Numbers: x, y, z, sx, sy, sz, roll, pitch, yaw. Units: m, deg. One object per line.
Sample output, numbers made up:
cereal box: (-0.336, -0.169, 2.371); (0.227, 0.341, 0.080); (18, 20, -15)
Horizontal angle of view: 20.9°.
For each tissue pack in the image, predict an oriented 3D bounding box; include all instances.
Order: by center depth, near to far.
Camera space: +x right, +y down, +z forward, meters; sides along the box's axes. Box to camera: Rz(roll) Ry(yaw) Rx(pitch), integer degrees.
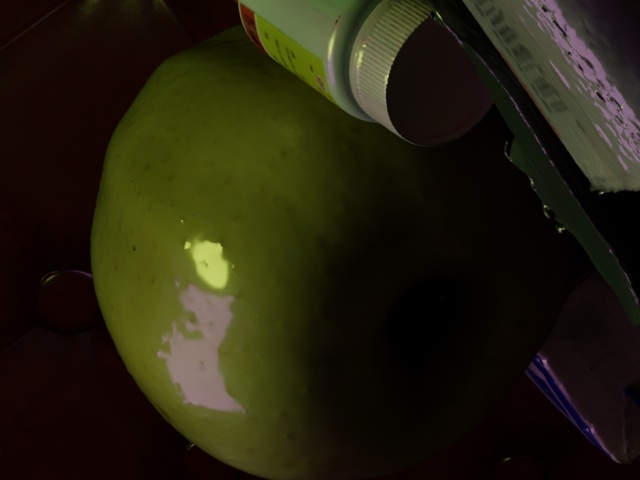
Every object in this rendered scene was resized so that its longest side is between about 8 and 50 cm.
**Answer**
tissue pack: (0.273, 0.095, 1.879); (0.209, 0.137, 0.269); (54, 179, -19)

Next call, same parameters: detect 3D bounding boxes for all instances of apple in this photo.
apple: (0.000, 0.000, 1.673); (0.473, 0.474, 0.473); (54, -178, -3)

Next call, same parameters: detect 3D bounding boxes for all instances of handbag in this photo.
handbag: (0.142, -0.089, 1.083); (0.247, 0.079, 0.260); (56, -176, -18)

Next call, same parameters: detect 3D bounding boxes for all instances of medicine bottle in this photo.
medicine bottle: (0.041, -0.176, 1.416); (0.225, 0.139, 0.139); (39, 170, 47)

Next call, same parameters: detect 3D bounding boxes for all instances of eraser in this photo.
eraser: (0.097, -0.134, 0.781); (0.227, 0.081, 0.174); (55, 178, -4)

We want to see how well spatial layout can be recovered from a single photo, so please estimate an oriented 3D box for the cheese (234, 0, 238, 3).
cheese: (-0.048, -0.290, 1.833); (0.217, 0.129, 0.329); (-53, -37, -50)
